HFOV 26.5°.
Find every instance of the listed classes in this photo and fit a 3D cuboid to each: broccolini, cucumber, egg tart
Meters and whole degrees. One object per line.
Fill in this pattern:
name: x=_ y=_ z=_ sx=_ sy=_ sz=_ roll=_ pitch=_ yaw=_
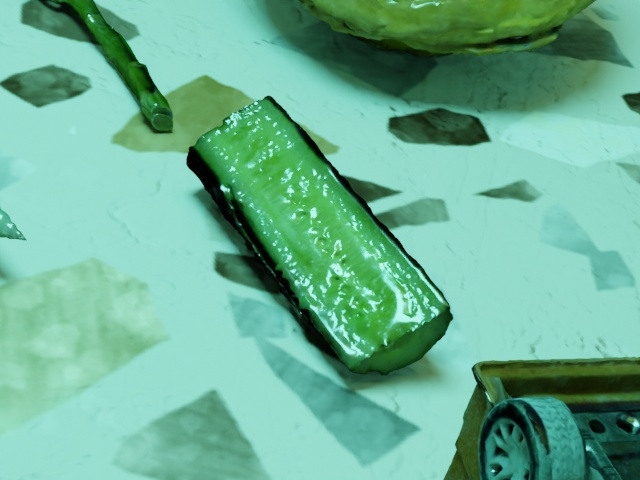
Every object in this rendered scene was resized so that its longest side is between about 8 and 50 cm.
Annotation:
broccolini: x=-0.171 y=-0.172 z=1.027 sx=0.071 sy=0.057 sz=0.254 roll=-42 pitch=49 yaw=1
cucumber: x=-0.001 y=0.002 z=0.858 sx=0.078 sy=0.062 sz=0.211 roll=-35 pitch=58 yaw=-6
egg tart: x=0.087 y=-0.258 z=1.128 sx=0.341 sy=0.129 sz=0.341 roll=3 pitch=51 yaw=-4

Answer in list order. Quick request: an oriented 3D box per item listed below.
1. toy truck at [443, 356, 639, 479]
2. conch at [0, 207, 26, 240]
toy truck: x=0.151 y=0.215 z=0.531 sx=0.133 sy=0.184 sz=0.338 roll=0 pitch=42 yaw=-22
conch: x=-0.252 y=-0.027 z=0.812 sx=0.180 sy=0.088 sz=0.065 roll=21 pitch=-7 yaw=19
